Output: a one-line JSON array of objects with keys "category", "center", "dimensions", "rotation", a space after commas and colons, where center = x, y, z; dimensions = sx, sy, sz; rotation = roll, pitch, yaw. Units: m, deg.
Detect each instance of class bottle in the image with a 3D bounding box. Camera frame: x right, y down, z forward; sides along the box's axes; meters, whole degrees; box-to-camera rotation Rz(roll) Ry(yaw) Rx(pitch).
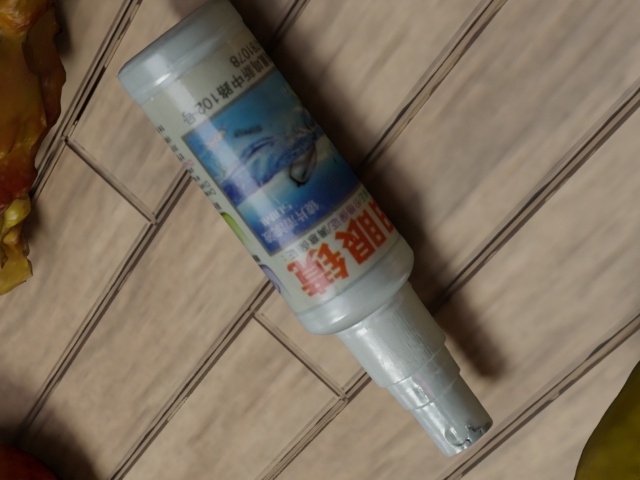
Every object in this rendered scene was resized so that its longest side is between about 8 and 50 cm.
[{"category": "bottle", "center": [0.000, 0.000, 0.648], "dimensions": [0.060, 0.060, 0.217], "rotation": [-26, 104, 46]}]

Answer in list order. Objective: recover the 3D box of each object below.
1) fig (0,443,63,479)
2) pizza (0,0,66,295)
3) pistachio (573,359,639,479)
[{"category": "fig", "center": [-0.203, 0.176, 0.904], "dimensions": [0.150, 0.128, 0.128], "rotation": [43, 147, 48]}, {"category": "pizza", "center": [-0.205, -0.056, 0.630], "dimensions": [0.114, 0.278, 0.409], "rotation": [38, 173, 16]}, {"category": "pistachio", "center": [0.172, 0.075, 0.547], "dimensions": [0.110, 0.100, 0.189], "rotation": [30, 131, -17]}]
